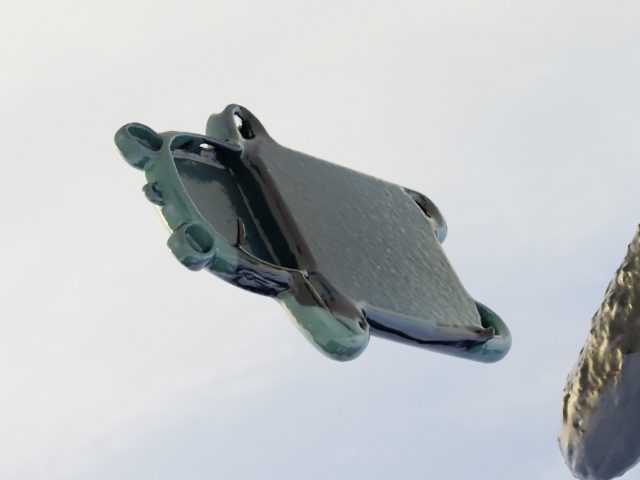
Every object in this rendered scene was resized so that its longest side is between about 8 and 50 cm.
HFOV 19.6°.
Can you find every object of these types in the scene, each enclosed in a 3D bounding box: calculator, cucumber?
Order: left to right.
[{"bbox_3d":[0.000,0.000,0.540,0.019,0.141,0.094,-45,-128,25],"label":"calculator"},{"bbox_3d":[0.204,0.013,1.016,0.072,0.303,0.081,7,-142,-27],"label":"cucumber"}]
